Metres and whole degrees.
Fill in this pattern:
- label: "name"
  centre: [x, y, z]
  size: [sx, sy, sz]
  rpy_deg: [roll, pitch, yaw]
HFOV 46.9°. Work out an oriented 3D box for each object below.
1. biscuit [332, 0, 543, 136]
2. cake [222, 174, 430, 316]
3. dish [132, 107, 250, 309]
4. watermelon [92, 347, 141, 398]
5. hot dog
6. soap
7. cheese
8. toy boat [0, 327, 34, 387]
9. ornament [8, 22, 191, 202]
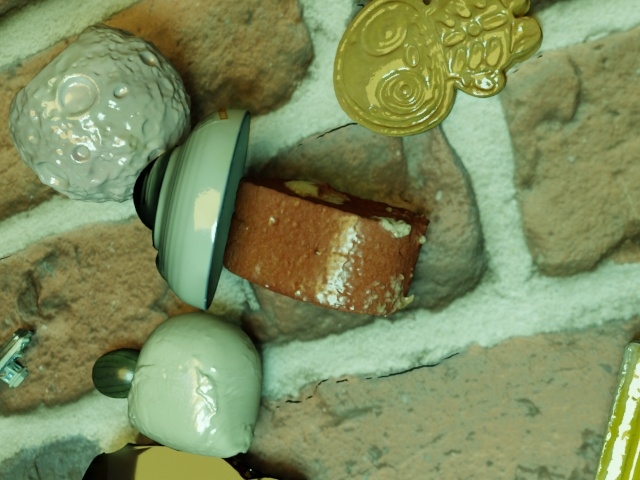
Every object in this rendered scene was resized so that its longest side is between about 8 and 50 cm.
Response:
- label: "biscuit"
  centre: [0.150, -0.254, 1.003]
  size: [0.288, 0.044, 0.202]
  rpy_deg: [-14, 83, 23]
- label: "cake"
  centre: [0.000, 0.000, 0.982]
  size: [0.283, 0.177, 0.151]
  rpy_deg: [20, 96, 23]
- label: "dish"
  centre: [-0.184, -0.053, 0.992]
  size: [0.133, 0.273, 0.273]
  rpy_deg: [12, 93, -2]
- label: "watermelon"
  centre: [-0.311, 0.208, 1.156]
  size: [0.110, 0.078, 0.078]
  rpy_deg: [-11, 85, 22]
- label: "hot dog"
  centre: [-0.182, 0.392, 1.080]
  size: [0.326, 0.107, 0.194]
  rpy_deg: [18, 85, 15]
- label: "soap"
  centre: [0.410, 0.260, 0.861]
  size: [0.160, 0.080, 0.258]
  rpy_deg: [15, 94, 23]
- label: "cheese"
  centre: [-0.173, 0.199, 1.057]
  size: [0.198, 0.154, 0.189]
  rpy_deg: [9, 95, 26]
- label: "toy boat"
  centre: [-0.528, 0.213, 1.257]
  size: [0.066, 0.059, 0.140]
  rpy_deg: [41, 103, -9]
- label: "ornament"
  centre: [-0.311, -0.173, 1.074]
  size: [0.259, 0.259, 0.225]
  rpy_deg: [-36, 115, 17]
